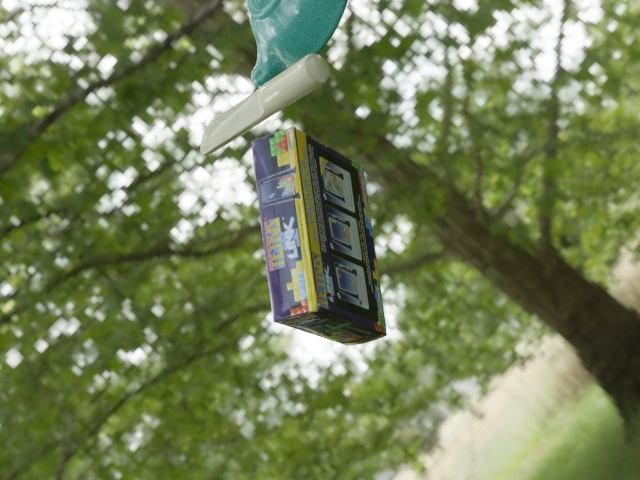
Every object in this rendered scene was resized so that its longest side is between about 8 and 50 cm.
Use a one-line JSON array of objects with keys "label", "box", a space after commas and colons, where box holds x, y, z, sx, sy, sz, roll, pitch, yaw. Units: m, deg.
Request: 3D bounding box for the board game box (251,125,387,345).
[{"label": "board game box", "box": [0.000, 0.000, 1.247, 0.048, 0.170, 0.141, -16, -20, 26]}]

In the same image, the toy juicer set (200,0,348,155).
[{"label": "toy juicer set", "box": [0.002, -0.231, 1.327, 0.209, 0.090, 0.328, 2, 75, 55]}]
